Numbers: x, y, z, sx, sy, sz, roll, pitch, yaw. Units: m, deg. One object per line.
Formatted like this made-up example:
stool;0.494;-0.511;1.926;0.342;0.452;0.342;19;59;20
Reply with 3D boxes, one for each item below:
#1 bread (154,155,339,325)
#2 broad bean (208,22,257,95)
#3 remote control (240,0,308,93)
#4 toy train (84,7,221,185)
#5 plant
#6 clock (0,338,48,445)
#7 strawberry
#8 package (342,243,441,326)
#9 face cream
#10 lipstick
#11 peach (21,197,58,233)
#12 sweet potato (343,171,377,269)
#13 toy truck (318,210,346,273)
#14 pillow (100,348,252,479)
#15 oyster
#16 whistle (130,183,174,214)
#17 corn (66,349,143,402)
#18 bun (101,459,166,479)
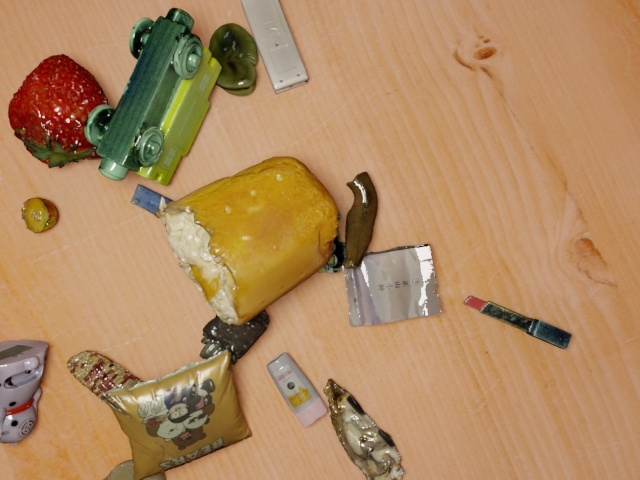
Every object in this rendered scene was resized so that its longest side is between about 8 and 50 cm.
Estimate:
bread;-0.160;-0.040;1.138;0.394;0.250;0.361;-34;72;-18
broad bean;-0.248;-0.508;1.326;0.153;0.072;0.207;-18;77;-5
remote control;-0.131;-0.566;1.337;0.102;0.055;0.277;-21;89;-4
toy train;-0.407;-0.344;1.193;0.179;0.272;0.442;25;89;8
plant;-0.235;0.244;1.238;0.132;0.129;0.194;46;102;2
clock;-0.795;0.398;1.194;0.188;0.189;0.254;6;101;-3
strawberry;-0.661;-0.343;1.203;0.250;0.238;0.288;-1;77;-8
package;0.193;0.123;1.303;0.250;0.062;0.204;-8;87;5
face cream;-0.067;0.405;1.277;0.084;0.057;0.198;-35;88;-4
lipstick;0.552;0.223;1.331;0.312;0.051;0.051;23;87;0
peach;-0.752;-0.069;1.265;0.098;0.061;0.098;0;91;18
sweet potato;0.099;-0.052;1.286;0.085;0.112;0.286;-2;66;40
toy truck;0.000;0.000;1.291;0.116;0.085;0.191;-13;84;26
pillow;-0.339;0.439;1.163;0.310;0.119;0.312;-17;121;-23
oyster;0.109;0.528;1.278;0.128;0.078;0.345;-33;87;-26
whistle;-0.375;-0.062;1.287;0.304;0.062;0.062;27;85;-1
corn;-0.536;0.386;1.233;0.290;0.098;0.098;36;85;3
bun;-0.490;0.661;1.206;0.173;0.113;0.167;-25;88;-7
